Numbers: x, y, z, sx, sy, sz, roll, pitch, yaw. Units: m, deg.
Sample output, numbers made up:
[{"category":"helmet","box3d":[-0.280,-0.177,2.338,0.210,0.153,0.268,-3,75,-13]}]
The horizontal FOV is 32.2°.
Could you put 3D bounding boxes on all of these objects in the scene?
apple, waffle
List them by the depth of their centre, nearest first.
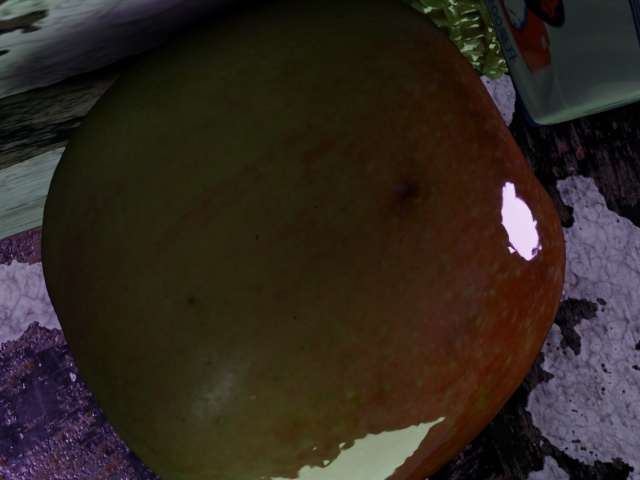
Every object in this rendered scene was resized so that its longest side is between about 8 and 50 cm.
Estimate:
[{"category":"apple","box3d":[0.000,0.000,0.683,0.277,0.319,0.319,-40,179,12]},{"category":"waffle","box3d":[0.146,-0.165,0.847,0.184,0.036,0.169,14,162,-30]}]

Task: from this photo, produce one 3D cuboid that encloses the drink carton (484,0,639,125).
[{"category":"drink carton","box3d":[0.133,-0.122,0.370,0.107,0.130,0.315,-22,-176,-3]}]
